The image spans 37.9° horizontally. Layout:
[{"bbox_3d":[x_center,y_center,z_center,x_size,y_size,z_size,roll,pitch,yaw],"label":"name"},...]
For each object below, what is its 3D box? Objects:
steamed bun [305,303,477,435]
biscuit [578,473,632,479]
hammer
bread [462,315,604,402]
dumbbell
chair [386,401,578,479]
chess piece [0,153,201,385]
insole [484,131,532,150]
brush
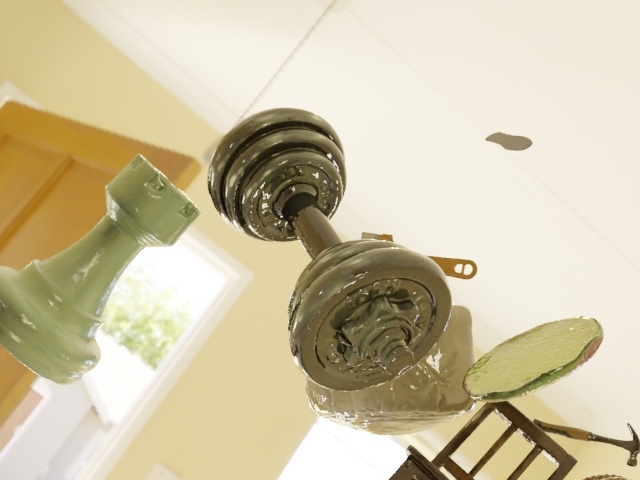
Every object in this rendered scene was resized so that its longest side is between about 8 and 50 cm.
[{"bbox_3d":[0.099,0.232,1.709,0.236,0.247,0.383,8,-14,-27],"label":"steamed bun"},{"bbox_3d":[0.582,0.581,1.891,0.220,0.220,0.066,37,2,-5],"label":"biscuit"},{"bbox_3d":[0.502,0.366,1.761,0.201,0.078,0.021,11,-24,19],"label":"hammer"},{"bbox_3d":[0.318,0.178,1.384,0.033,0.228,0.228,60,-22,-6],"label":"bread"},{"bbox_3d":[0.000,0.000,1.032,0.179,0.179,0.406,54,2,-43],"label":"dumbbell"},{"bbox_3d":[0.208,0.401,1.392,0.203,0.416,0.240,39,-17,22],"label":"chair"},{"bbox_3d":[-0.304,0.030,1.266,0.194,0.299,0.194,43,-2,2],"label":"chess piece"},{"bbox_3d":[0.329,-0.174,1.630,0.002,0.045,0.135,64,-12,-23],"label":"insole"},{"bbox_3d":[0.189,0.044,1.873,0.272,0.103,0.013,8,-11,32],"label":"brush"}]
